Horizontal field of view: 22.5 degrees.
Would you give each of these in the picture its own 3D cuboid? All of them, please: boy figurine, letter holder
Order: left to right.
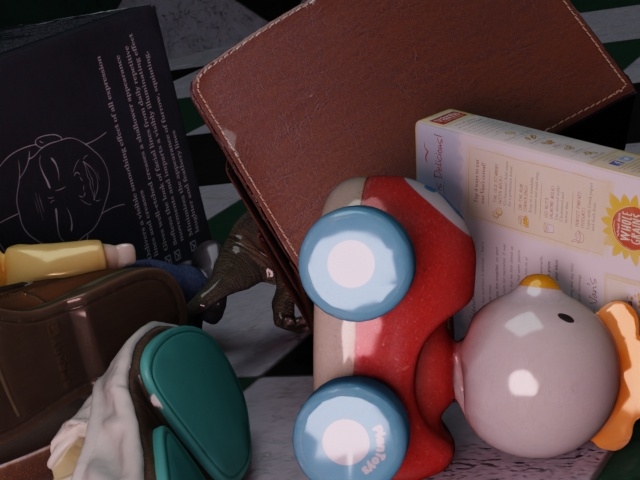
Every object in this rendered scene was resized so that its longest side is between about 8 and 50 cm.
[{"bbox_3d":[-0.233,0.041,1.432,0.285,0.092,0.177,6,-25,-24],"label":"boy figurine"},{"bbox_3d":[0.070,-0.099,1.332,0.302,0.214,0.152,-29,-23,-7],"label":"letter holder"}]

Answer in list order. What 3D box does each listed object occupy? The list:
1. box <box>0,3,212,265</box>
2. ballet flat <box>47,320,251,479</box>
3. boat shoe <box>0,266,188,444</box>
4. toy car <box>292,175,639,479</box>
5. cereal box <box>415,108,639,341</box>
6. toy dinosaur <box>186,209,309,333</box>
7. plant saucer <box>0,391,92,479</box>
[{"bbox_3d":[-0.324,-0.051,1.650,0.212,0.293,0.395,-4,16,31],"label":"box"},{"bbox_3d":[-0.127,0.159,1.055,0.139,0.139,0.400,-12,15,2],"label":"ballet flat"},{"bbox_3d":[-0.250,0.093,1.251,0.307,0.110,0.104,-11,7,-42],"label":"boat shoe"},{"bbox_3d":[0.115,0.064,1.079,0.238,0.210,0.219,3,5,7],"label":"toy car"},{"bbox_3d":[0.171,0.013,1.139,0.240,0.173,0.047,20,32,40],"label":"cereal box"},{"bbox_3d":[0.000,0.000,1.441,0.313,0.121,0.160,-30,56,-3],"label":"toy dinosaur"},{"bbox_3d":[-0.293,0.161,1.303,0.311,0.050,0.310,-12,15,3],"label":"plant saucer"}]
